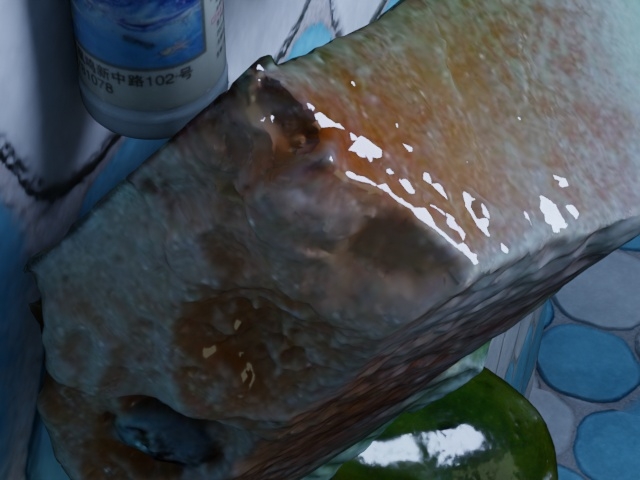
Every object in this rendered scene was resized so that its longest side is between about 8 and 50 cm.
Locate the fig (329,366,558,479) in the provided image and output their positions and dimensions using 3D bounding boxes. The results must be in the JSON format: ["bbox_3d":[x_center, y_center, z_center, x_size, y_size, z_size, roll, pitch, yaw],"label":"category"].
[{"bbox_3d":[0.060,0.172,1.208,0.245,0.195,0.195,14,90,-63],"label":"fig"}]

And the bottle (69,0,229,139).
[{"bbox_3d":[-0.062,-0.128,0.565,0.217,0.060,0.060,92,17,-47],"label":"bottle"}]

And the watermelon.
[{"bbox_3d":[0.012,0.009,0.669,0.264,0.151,0.302,-37,-177,36],"label":"watermelon"}]
